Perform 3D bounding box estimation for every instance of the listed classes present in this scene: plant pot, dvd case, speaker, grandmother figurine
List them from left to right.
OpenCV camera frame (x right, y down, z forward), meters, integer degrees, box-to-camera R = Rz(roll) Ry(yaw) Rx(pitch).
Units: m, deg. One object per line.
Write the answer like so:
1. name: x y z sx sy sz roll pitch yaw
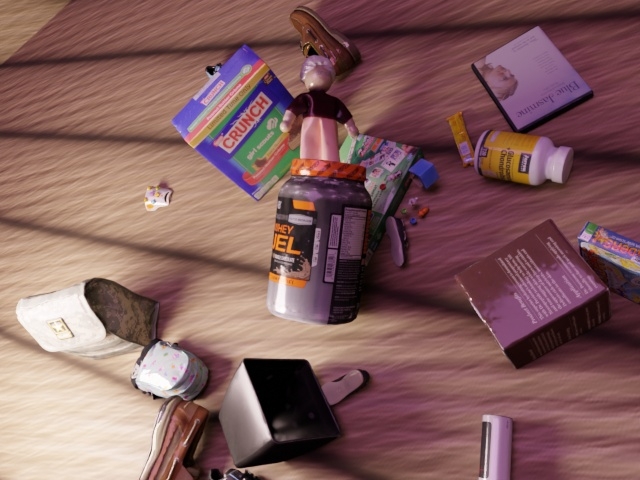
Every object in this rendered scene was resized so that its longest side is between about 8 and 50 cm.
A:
1. plant pot: -0.103 0.373 1.158 0.167 0.187 0.188 -50 50 26
2. grandmother figurine: 0.004 -0.295 1.368 0.104 0.208 0.342 -20 70 53
3. speaker: 0.316 0.387 0.995 0.055 0.055 0.136 -1 67 29
4. dvd case: 0.487 -0.378 1.297 0.180 0.022 0.253 -28 56 14

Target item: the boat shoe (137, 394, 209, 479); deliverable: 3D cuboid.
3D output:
1. boat shoe: -0.333 0.521 1.246 0.120 0.122 0.324 12 81 5

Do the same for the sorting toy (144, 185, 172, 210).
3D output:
1. sorting toy: -0.500 -0.136 1.717 0.075 0.045 0.083 4 68 10

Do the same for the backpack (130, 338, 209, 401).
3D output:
1. backpack: -0.371 0.327 1.366 0.182 0.115 0.152 11 70 29

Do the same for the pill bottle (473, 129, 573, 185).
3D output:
1. pill bottle: 0.431 -0.174 1.177 0.184 0.103 0.103 16 75 34

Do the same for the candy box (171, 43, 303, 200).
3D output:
1. candy box: -0.179 -0.292 1.438 0.268 0.317 0.122 -45 54 3

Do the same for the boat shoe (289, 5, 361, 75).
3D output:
1. boat shoe: -0.016 -0.586 1.621 0.104 0.111 0.307 -44 54 2

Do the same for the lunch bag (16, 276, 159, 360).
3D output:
1. lunch bag: -0.607 0.205 1.450 0.235 0.287 0.169 -14 60 21

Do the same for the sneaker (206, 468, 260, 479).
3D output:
1. sneaker: -0.153 0.530 1.166 0.232 0.081 0.090 -10 69 26

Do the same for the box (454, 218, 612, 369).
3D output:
1. box: 0.393 0.103 1.022 0.203 0.167 0.168 -33 56 11

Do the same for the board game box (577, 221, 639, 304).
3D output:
1. board game box: 0.523 0.049 0.956 0.136 0.201 0.035 32 84 37

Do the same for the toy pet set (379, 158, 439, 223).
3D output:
1. toy pet set: 0.216 -0.122 1.265 0.114 0.065 0.122 -41 83 -7

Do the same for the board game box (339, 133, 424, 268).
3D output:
1. board game box: 0.092 -0.110 1.368 0.213 0.046 0.317 22 79 35

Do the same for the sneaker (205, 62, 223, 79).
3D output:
1. sneaker: -0.310 -0.533 1.780 0.162 0.073 0.063 12 73 33

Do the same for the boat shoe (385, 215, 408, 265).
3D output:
1. boat shoe: 0.182 0.001 1.269 0.046 0.038 0.125 122 144 -50

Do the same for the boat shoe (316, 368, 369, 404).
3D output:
1. boat shoe: 0.048 0.317 1.187 0.133 0.042 0.049 -36 63 25

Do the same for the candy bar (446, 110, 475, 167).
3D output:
1. candy bar: 0.336 -0.242 1.315 0.040 0.018 0.161 -23 58 22

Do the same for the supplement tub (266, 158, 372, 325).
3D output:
1. supplement tub: 0.000 0.000 1.203 0.207 0.207 0.338 9 94 32
